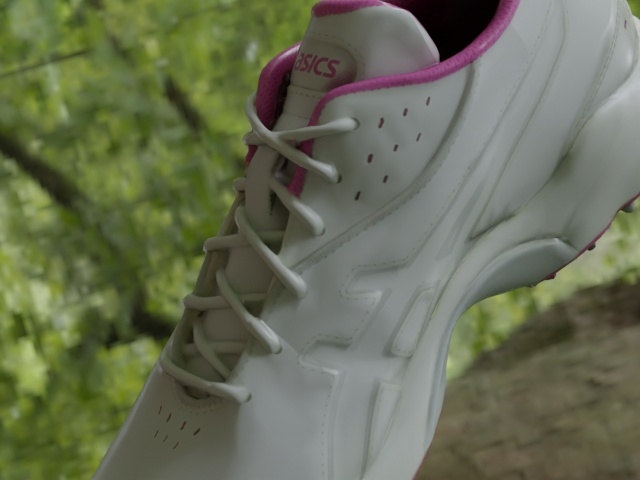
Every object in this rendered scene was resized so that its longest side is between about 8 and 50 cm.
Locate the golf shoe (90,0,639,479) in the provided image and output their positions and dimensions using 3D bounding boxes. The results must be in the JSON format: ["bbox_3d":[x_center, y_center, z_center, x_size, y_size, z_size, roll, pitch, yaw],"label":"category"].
[{"bbox_3d":[0.000,0.000,0.587,0.115,0.306,0.140,17,-30,48],"label":"golf shoe"}]
